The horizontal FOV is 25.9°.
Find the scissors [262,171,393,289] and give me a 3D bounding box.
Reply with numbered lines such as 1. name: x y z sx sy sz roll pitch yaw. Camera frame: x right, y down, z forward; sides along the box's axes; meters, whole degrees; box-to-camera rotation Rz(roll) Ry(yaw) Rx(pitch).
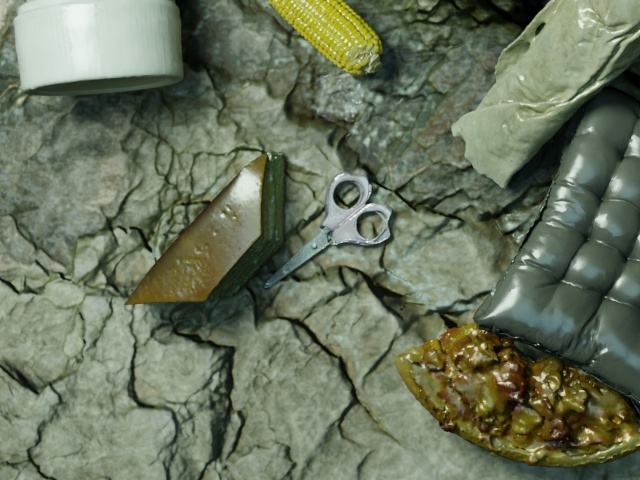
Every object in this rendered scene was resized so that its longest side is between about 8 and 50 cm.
1. scissors: 0.000 0.000 1.700 0.189 0.015 0.100 -39 87 11

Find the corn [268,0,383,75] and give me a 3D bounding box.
1. corn: -0.005 -0.273 1.662 0.206 0.067 0.067 44 99 8

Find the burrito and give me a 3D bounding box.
1. burrito: 0.280 -0.213 1.534 0.117 0.076 0.392 48 130 9

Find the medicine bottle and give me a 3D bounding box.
1. medicine bottle: -0.272 -0.363 1.637 0.211 0.211 0.371 -5 91 11

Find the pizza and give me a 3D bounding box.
1. pizza: 0.234 0.178 1.627 0.305 0.085 0.161 16 94 8

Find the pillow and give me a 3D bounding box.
1. pillow: 0.337 0.002 1.569 0.228 0.101 0.326 25 85 7

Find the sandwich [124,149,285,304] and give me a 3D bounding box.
1. sandwich: -0.120 0.006 1.683 0.096 0.094 0.258 45 101 11
